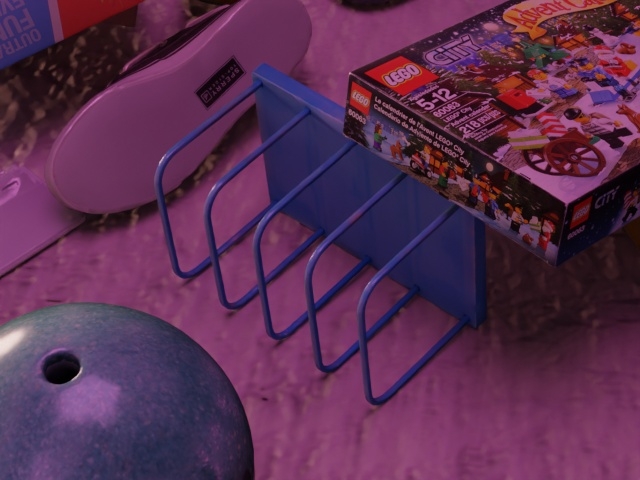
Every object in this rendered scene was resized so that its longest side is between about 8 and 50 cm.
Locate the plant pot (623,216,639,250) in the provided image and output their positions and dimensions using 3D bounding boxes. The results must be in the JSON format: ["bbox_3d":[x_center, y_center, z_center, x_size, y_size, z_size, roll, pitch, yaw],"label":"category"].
[{"bbox_3d":[0.225,-0.051,1.099,0.081,0.083,0.081,-17,46,-13],"label":"plant pot"}]

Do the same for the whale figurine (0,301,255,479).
[{"bbox_3d":[-0.144,0.143,0.889,0.216,0.141,0.272,17,49,18],"label":"whale figurine"}]

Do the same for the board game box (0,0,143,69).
[{"bbox_3d":[-0.258,-0.217,1.234,0.242,0.064,0.316,-26,38,-6],"label":"board game box"}]

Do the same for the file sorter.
[{"bbox_3d":[0.000,0.000,1.041,0.170,0.118,0.104,31,59,29],"label":"file sorter"}]

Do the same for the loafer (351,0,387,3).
[{"bbox_3d":[0.099,-0.275,1.325,0.096,0.084,0.267,32,55,30],"label":"loafer"}]

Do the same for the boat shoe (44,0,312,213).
[{"bbox_3d":[-0.099,-0.090,1.172,0.219,0.077,0.070,-39,21,-26],"label":"boat shoe"}]

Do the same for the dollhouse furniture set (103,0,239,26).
[{"bbox_3d":[-0.119,-0.166,1.255,0.152,0.058,0.076,9,2,-3],"label":"dollhouse furniture set"}]

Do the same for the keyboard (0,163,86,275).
[{"bbox_3d":[-0.266,0.032,1.098,0.256,0.014,0.072,-35,58,-27],"label":"keyboard"}]

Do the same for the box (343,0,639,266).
[{"bbox_3d":[0.150,-0.082,1.016,0.233,0.044,0.159,-28,49,-37],"label":"box"}]
